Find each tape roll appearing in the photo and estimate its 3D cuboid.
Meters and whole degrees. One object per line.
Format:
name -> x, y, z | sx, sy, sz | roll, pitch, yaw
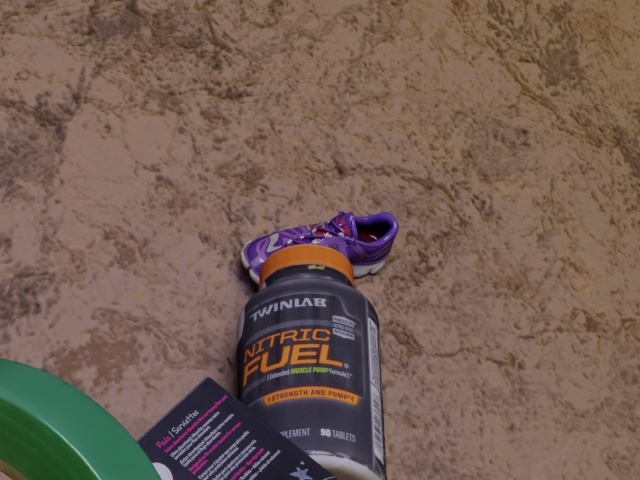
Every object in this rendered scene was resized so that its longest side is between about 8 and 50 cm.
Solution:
tape roll -> -0.247, 0.244, 1.337 | 0.321, 0.321, 0.077 | 42, 19, 9

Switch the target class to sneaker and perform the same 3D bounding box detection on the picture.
sneaker -> 0.000, 0.000, 1.824 | 0.170, 0.071, 0.068 | -15, 62, -34

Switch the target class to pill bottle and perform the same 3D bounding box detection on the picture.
pill bottle -> -0.010, 0.123, 1.680 | 0.130, 0.130, 0.246 | 13, 49, -17

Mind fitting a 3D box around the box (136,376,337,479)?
box -> -0.130, 0.253, 1.493 | 0.142, 0.163, 0.247 | 39, 46, 11
